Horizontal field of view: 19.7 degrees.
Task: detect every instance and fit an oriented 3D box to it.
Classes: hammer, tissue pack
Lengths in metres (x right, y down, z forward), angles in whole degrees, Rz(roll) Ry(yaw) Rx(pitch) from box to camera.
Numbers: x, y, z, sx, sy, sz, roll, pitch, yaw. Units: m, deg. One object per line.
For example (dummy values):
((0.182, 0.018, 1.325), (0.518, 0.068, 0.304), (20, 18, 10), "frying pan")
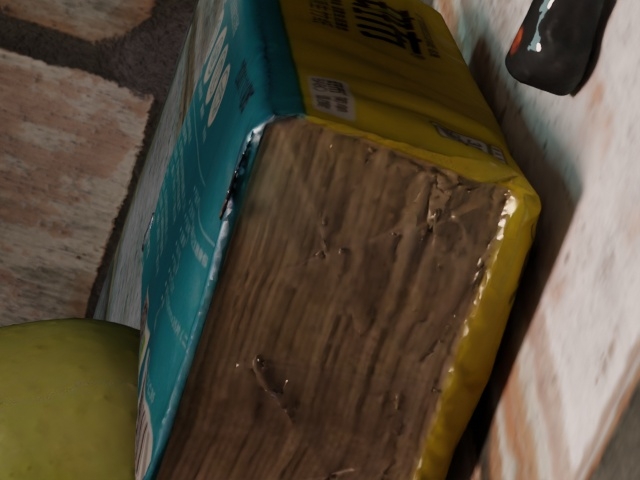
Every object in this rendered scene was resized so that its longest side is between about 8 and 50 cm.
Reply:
((0.132, -0.186, 0.692), (0.111, 0.033, 0.288), (-99, 27, -65), "hammer")
((0.000, 0.000, 0.828), (0.271, 0.134, 0.192), (-101, 29, -67), "tissue pack")

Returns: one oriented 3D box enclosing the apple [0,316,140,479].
((-0.129, 0.173, 0.912), (0.279, 0.279, 0.279), (-164, 90, -80), "apple")
